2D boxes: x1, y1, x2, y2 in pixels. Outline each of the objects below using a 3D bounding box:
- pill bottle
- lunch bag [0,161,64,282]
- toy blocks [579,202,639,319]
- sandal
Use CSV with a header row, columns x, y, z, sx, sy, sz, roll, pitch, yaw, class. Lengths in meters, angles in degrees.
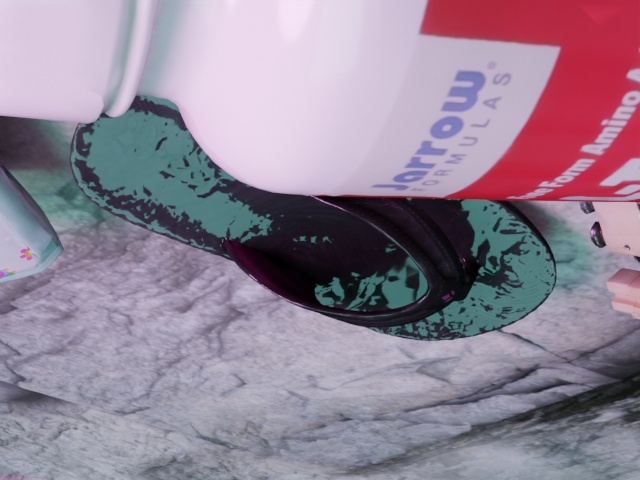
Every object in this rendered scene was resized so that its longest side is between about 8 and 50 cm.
x,y,z,sx,sy,sz,roll,pitch,yaw,class
0.071,-0.131,0.412,0.407,0.229,0.229,0,155,-20,pill bottle
-0.383,-0.060,0.886,0.262,0.160,0.223,8,150,18,lunch bag
0.423,0.024,0.729,0.309,0.260,0.289,11,131,54,toy blocks
-0.002,0.001,0.847,0.445,0.107,0.168,18,120,-12,sandal
